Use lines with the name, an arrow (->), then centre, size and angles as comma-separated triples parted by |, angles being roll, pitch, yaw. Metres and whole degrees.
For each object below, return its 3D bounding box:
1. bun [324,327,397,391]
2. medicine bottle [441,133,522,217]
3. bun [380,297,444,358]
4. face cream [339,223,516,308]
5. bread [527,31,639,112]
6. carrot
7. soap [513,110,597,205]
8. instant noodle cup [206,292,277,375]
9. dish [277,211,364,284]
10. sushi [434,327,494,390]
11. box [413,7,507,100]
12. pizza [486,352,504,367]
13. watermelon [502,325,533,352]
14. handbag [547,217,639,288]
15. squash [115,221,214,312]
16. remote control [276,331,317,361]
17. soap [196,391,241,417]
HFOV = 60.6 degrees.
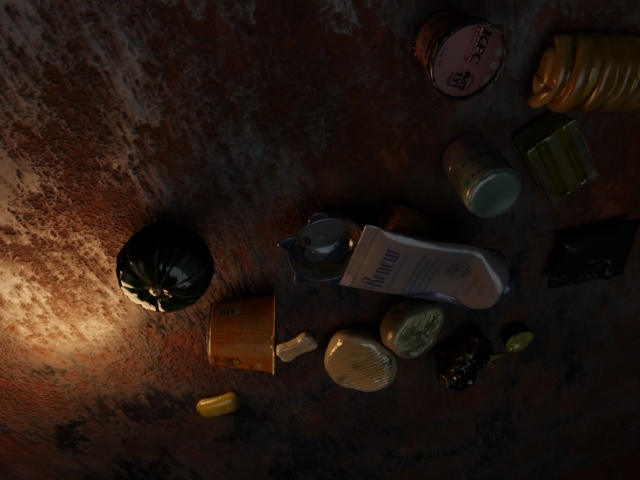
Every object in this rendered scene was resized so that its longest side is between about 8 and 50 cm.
bun -> 0.118, 0.356, 1.668 | 0.210, 0.116, 0.237 | -29, 110, 20
medicine bottle -> 0.364, -0.151, 1.255 | 0.135, 0.168, 0.135 | -8, 131, -9
bun -> 0.263, 0.242, 1.605 | 0.179, 0.128, 0.193 | 26, 100, -34
face cream -> 0.278, 0.070, 1.345 | 0.421, 0.137, 0.234 | 10, 140, -9
bread -> 0.617, -0.357, 1.180 | 0.312, 0.121, 0.172 | -5, 131, -14
carrot -> 0.268, -0.004, 1.402 | 0.302, 0.114, 0.114 | 26, 119, -37
soap -> 0.575, -0.203, 1.335 | 0.135, 0.076, 0.233 | -35, 132, 15
instant noodle cup -> -0.200, 0.243, 1.425 | 0.173, 0.215, 0.215 | 1, 131, -5
dish -> 0.000, 0.000, 1.340 | 0.228, 0.086, 0.236 | 0, 131, -14
sushi -> 0.454, 0.378, 1.783 | 0.115, 0.147, 0.212 | 33, 98, -29
box -> 0.259, -0.368, 1.058 | 0.151, 0.135, 0.151 | -10, 131, -12
pizza -> 0.617, 0.432, 1.942 | 0.083, 0.025, 0.078 | -24, 130, 4
watermelon -> 0.654, 0.324, 1.833 | 0.106, 0.062, 0.105 | -12, 129, -15
handbag -> 0.799, 0.044, 1.611 | 0.255, 0.088, 0.211 | -12, 127, -4
squash -> -0.349, 0.061, 1.233 | 0.218, 0.172, 0.218 | -4, 135, -4
remote control -> -0.072, 0.317, 1.635 | 0.122, 0.032, 0.074 | -27, 132, 7
soap -> -0.321, 0.523, 1.737 | 0.140, 0.045, 0.088 | -13, 136, -4
